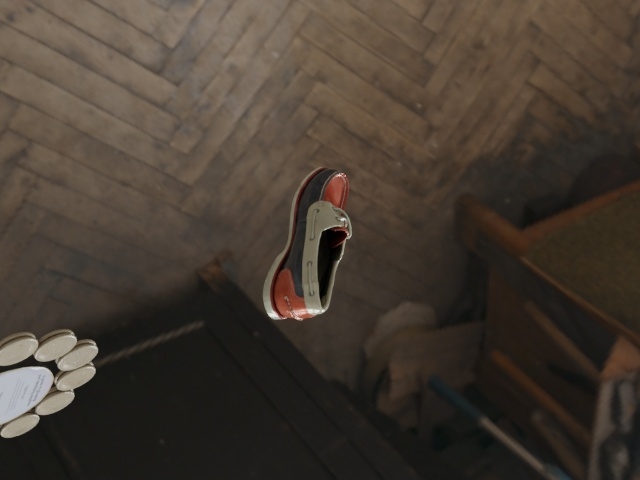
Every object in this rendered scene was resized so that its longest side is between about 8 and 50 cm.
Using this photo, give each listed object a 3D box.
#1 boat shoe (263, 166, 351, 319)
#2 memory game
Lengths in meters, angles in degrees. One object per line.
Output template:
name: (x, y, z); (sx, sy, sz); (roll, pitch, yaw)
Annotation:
boat shoe: (0.000, 0.000, 0.835); (0.049, 0.043, 0.137); (56, 40, -36)
memory game: (-0.270, 0.129, 0.968); (0.186, 0.012, 0.186); (-26, 156, -13)
